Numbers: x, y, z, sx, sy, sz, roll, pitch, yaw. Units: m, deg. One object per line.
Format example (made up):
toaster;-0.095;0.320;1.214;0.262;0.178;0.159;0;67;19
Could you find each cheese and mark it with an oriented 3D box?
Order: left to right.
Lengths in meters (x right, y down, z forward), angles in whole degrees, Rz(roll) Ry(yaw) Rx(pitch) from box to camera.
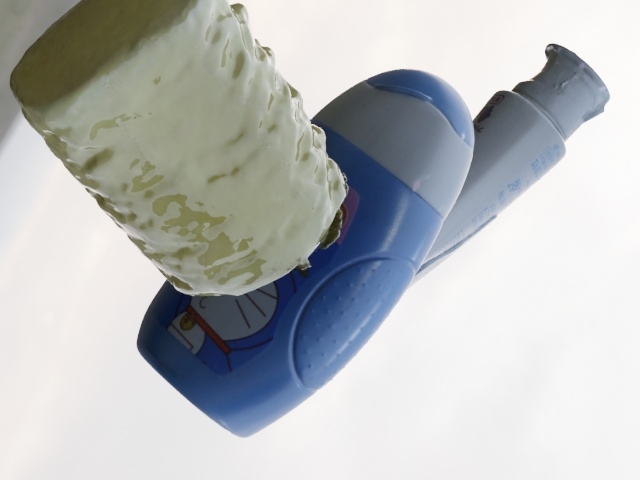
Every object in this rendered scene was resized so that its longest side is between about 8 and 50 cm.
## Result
cheese;-0.069;-0.054;0.947;0.123;0.167;0.094;-27;-140;11

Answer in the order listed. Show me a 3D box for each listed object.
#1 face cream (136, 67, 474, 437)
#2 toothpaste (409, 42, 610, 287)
face cream;0.000;0.000;1.179;0.149;0.083;0.264;38;-93;36
toothpaste;0.098;-0.024;1.384;0.299;0.073;0.114;-46;173;-9
